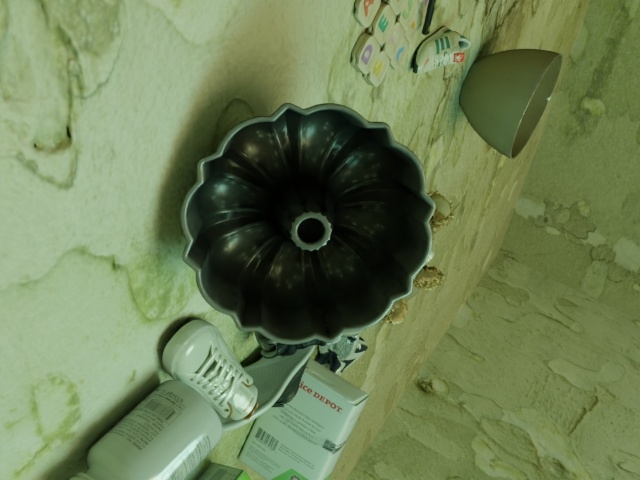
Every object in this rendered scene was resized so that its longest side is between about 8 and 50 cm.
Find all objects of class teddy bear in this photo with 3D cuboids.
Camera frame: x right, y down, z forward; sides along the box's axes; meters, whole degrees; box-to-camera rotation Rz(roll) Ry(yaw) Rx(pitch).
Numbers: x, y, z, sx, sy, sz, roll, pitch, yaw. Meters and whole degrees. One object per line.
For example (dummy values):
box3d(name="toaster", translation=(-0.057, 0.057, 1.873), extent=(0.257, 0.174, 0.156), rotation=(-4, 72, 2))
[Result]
box3d(name="teddy bear", translation=(0.169, 0.017, 1.454), extent=(0.113, 0.245, 0.337), rotation=(-3, -105, 66))

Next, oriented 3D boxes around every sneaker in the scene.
box3d(name="sneaker", translation=(-0.162, 0.222, 1.086), extent=(0.106, 0.123, 0.290), rotation=(-53, 156, -18))
box3d(name="sneaker", translation=(0.252, -0.384, 1.348), extent=(0.161, 0.075, 0.057), rotation=(-47, 154, -35))
box3d(name="sneaker", translation=(0.069, 0.258, 1.706), extent=(0.153, 0.094, 0.234), rotation=(-38, 150, -49))
box3d(name="sneaker", translation=(-0.119, 0.310, 1.318), extent=(0.296, 0.105, 0.146), rotation=(-39, 152, -43))
box3d(name="sneaker", translation=(-0.056, 0.156, 1.282), extent=(0.268, 0.153, 0.101), rotation=(-167, -117, -81))

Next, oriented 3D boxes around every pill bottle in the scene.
box3d(name="pill bottle", translation=(-0.263, 0.323, 0.958), extent=(0.229, 0.131, 0.131), rotation=(-42, 152, -42))

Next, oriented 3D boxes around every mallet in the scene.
box3d(name="mallet", translation=(0.209, -0.452, 1.174), extent=(0.062, 0.039, 0.189), rotation=(-57, 166, -20))

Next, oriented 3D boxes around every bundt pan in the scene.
box3d(name="bundt pan", translation=(-0.022, -0.031, 0.891), extent=(0.124, 0.331, 0.330), rotation=(-115, -135, -68))

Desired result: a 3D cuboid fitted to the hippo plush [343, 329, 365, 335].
box3d(name="hippo plush", translation=(0.000, 0.000, 1.134), extent=(0.234, 0.294, 0.236), rotation=(-31, -158, 31))

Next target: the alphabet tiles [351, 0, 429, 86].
box3d(name="alphabet tiles", translation=(0.140, -0.410, 1.133), extent=(0.284, 0.021, 0.278), rotation=(-63, 159, 4))

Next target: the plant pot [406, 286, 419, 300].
box3d(name="plant pot", translation=(0.207, 0.124, 1.853), extent=(0.096, 0.109, 0.109), rotation=(-42, 154, -16))

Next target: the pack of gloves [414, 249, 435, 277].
box3d(name="pack of gloves", translation=(0.121, 0.014, 1.345), extent=(0.195, 0.232, 0.046), rotation=(-49, -162, -20))

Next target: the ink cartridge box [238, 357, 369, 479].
box3d(name="ink cartridge box", translation=(-0.038, 0.432, 1.524), extent=(0.272, 0.198, 0.115), rotation=(-65, 159, 10))

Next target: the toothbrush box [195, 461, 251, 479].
box3d(name="toothbrush box", translation=(-0.187, 0.636, 1.341), extent=(0.206, 0.122, 0.283), rotation=(-42, 114, -39))

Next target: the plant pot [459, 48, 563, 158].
box3d(name="plant pot", translation=(0.477, -0.380, 1.714), extent=(0.284, 0.191, 0.284), rotation=(-49, 157, -30))
